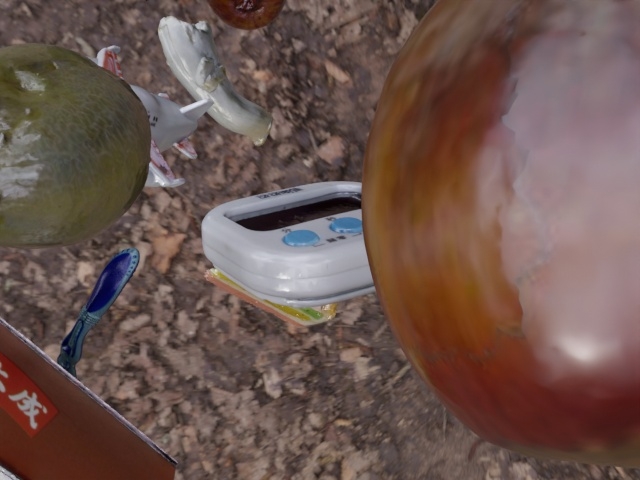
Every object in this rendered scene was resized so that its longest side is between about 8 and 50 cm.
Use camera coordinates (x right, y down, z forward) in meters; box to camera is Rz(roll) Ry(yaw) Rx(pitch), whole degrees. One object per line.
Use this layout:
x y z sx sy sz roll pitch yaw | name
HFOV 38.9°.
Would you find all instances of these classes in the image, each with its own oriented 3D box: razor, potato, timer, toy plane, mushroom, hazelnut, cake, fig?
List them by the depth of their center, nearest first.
0.225 -0.035 0.550 0.409 0.359 0.359 -22 81 10 | hazelnut
-0.231 -0.071 0.713 0.178 0.235 0.160 -7 106 29 | potato
-0.181 0.068 0.717 0.044 0.028 0.154 43 119 20 | razor
0.000 0.000 1.113 0.262 0.237 0.087 -14 112 -30 | timer
-0.275 -0.183 1.358 0.118 0.252 0.252 -37 78 31 | toy plane
-0.070 0.083 1.482 0.109 0.225 0.090 -22 65 47 | cake
-0.184 -0.276 1.584 0.278 0.099 0.096 52 52 -20 | mushroom
-0.138 -0.492 1.621 0.175 0.175 0.207 -11 58 9 | fig

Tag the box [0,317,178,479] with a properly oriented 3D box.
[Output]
-0.365 0.199 0.659 0.385 0.122 0.344 -37 112 17 | box
